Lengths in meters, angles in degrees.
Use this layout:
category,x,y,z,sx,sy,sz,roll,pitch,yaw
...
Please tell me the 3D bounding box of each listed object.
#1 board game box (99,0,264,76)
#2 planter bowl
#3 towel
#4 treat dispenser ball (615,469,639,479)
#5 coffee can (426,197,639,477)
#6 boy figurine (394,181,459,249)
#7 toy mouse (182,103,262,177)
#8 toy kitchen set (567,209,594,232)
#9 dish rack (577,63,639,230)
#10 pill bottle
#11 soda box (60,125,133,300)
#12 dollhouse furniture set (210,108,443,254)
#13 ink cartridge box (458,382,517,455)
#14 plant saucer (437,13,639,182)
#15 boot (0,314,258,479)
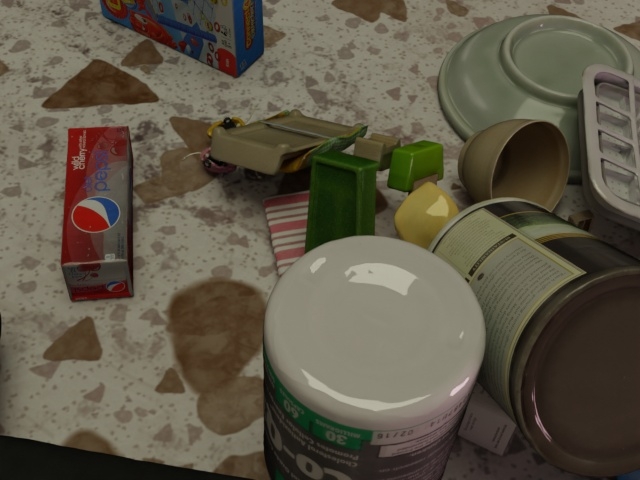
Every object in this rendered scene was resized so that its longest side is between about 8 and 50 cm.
category,x,y,z,sx,sy,sz,roll,pitch,yaw
board game box,-0.242,-0.460,1.471,0.302,0.308,0.086,27,56,18
planter bowl,0.274,-0.108,1.322,0.162,0.162,0.109,-29,32,-24
towel,0.000,0.000,1.291,0.144,0.029,0.197,-7,49,-9
treat dispenser ball,0.449,0.184,0.993,0.288,0.288,0.288,1,51,-2
coffee can,0.237,0.083,0.917,0.202,0.201,0.275,-9,18,-10
boy figurine,0.229,0.023,1.189,0.285,0.177,0.092,30,82,2
toy mouse,-0.127,-0.132,1.386,0.161,0.031,0.143,-27,57,-22
toy kitchen set,0.364,0.018,1.261,0.068,0.075,0.083,-15,49,-14
dish rack,0.517,-0.100,1.316,0.333,0.072,0.285,18,52,-12
pill bottle,0.042,0.180,0.928,0.204,0.361,0.204,1,50,-2
soda box,-0.315,-0.044,1.272,0.092,0.083,0.263,-4,51,-7
dollhouse furniture set,0.002,-0.082,1.303,0.302,0.151,0.198,19,27,37
ink cartridge box,0.159,0.135,1.139,0.237,0.100,0.172,23,54,14
plant saucer,0.399,-0.271,1.485,0.401,0.100,0.400,1,51,-1
boot,-0.280,0.243,0.997,0.445,0.146,0.367,10,59,9
